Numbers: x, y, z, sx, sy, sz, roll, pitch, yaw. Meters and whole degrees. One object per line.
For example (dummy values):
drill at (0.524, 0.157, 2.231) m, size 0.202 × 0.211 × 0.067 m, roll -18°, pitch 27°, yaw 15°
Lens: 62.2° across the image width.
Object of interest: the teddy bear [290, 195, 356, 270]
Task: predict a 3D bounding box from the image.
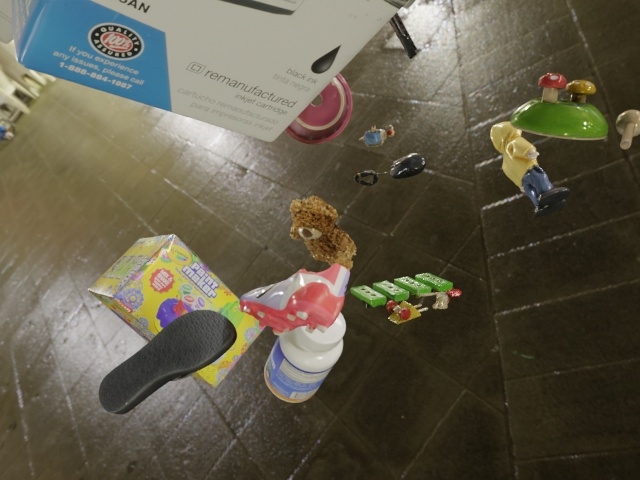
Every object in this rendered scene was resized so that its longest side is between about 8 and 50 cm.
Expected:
teddy bear at (0.000, 0.000, 1.672) m, size 0.245 × 0.338 × 0.113 m, roll 40°, pitch 74°, yaw 13°

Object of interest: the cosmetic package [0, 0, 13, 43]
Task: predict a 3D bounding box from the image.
cosmetic package at (-0.484, -0.543, 0.905) m, size 0.366 × 0.155 × 0.197 m, roll -32°, pitch 67°, yaw 7°

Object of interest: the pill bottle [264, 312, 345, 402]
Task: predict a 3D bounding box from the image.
pill bottle at (-0.035, 0.265, 1.274) m, size 0.272 × 0.152 × 0.152 m, roll 114°, pitch 162°, yaw -45°

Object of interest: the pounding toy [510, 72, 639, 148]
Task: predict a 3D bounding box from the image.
pounding toy at (0.499, -0.263, 1.029) m, size 0.237 × 0.110 × 0.183 m, roll 19°, pitch 28°, yaw 32°

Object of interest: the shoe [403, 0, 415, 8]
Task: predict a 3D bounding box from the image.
shoe at (0.225, -0.654, 1.305) m, size 0.178 × 0.081 × 0.063 m, roll -56°, pitch -3°, yaw -13°

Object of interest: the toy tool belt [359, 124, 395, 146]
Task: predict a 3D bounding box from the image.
toy tool belt at (0.145, -0.269, 1.365) m, size 0.083 × 0.051 × 0.052 m, roll -7°, pitch 95°, yaw 40°

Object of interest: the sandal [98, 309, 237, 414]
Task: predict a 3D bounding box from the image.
sandal at (-0.248, 0.196, 0.877) m, size 0.254 × 0.054 × 0.097 m, roll -30°, pitch 59°, yaw 7°

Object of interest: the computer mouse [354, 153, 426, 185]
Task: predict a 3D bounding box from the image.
computer mouse at (0.194, -0.206, 1.534) m, size 0.242 × 0.041 × 0.071 m, roll -10°, pitch 62°, yaw 38°

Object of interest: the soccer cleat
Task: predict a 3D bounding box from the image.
soccer cleat at (-0.044, 0.087, 0.806) m, size 0.248 × 0.083 × 0.095 m, roll -12°, pitch 42°, yaw 58°

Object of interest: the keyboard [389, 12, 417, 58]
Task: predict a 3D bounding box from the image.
keyboard at (0.140, -0.432, 1.019) m, size 0.023 × 0.108 × 0.180 m, roll -26°, pitch 69°, yaw 15°

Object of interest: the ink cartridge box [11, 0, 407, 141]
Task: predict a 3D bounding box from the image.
ink cartridge box at (-0.054, -0.294, 0.459) m, size 0.395 × 0.285 × 0.166 m, roll -38°, pitch 57°, yaw 36°

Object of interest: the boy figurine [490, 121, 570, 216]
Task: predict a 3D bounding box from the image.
boy figurine at (0.537, -0.197, 1.396) m, size 0.092 × 0.177 × 0.285 m, roll -19°, pitch 56°, yaw 3°

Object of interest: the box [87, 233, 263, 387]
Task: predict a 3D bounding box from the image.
box at (-0.328, 0.150, 1.195) m, size 0.177 × 0.290 × 0.279 m, roll -51°, pitch 23°, yaw -24°

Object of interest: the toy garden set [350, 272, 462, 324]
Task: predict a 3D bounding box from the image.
toy garden set at (0.231, 0.148, 1.334) m, size 0.204 × 0.244 × 0.049 m, roll -155°, pitch 60°, yaw -62°

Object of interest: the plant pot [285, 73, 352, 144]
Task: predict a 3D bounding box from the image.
plant pot at (-0.015, -0.336, 1.307) m, size 0.201 × 0.201 × 0.180 m, roll -44°, pitch 12°, yaw 6°
